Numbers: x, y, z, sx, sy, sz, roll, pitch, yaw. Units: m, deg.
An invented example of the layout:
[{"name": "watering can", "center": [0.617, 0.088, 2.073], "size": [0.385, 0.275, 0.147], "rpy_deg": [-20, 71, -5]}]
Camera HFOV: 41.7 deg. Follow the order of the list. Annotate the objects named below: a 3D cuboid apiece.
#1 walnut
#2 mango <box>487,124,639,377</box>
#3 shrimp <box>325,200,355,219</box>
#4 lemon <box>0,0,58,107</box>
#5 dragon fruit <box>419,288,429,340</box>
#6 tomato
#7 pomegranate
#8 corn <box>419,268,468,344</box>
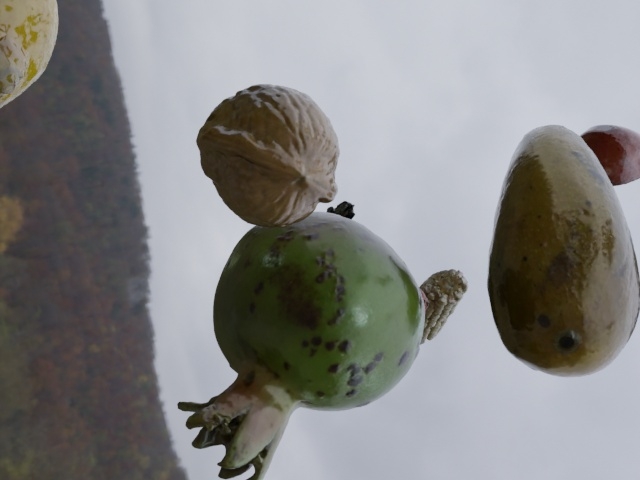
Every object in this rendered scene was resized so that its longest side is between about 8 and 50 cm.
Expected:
[{"name": "walnut", "center": [-0.035, -0.060, 0.602], "size": [0.124, 0.105, 0.105], "rpy_deg": [-152, -129, -63]}, {"name": "mango", "center": [0.279, -0.002, 0.965], "size": [0.176, 0.176, 0.329], "rpy_deg": [122, -19, -64]}, {"name": "shrimp", "center": [0.000, 0.000, 1.479], "size": [0.219, 0.152, 0.046], "rpy_deg": [-36, -114, 32]}, {"name": "lemon", "center": [-0.313, -0.201, 0.678], "size": [0.256, 0.188, 0.188], "rpy_deg": [51, -27, 20]}, {"name": "dragon fruit", "center": [0.039, 0.110, 1.308], "size": [0.252, 0.241, 0.241], "rpy_deg": [50, 0, -37]}, {"name": "tomato", "center": [0.514, -0.163, 1.496], "size": [0.139, 0.159, 0.091], "rpy_deg": [33, -43, 54]}, {"name": "pomegranate", "center": [-0.036, 0.095, 0.875], "size": [0.231, 0.286, 0.231], "rpy_deg": [51, -10, 13]}, {"name": "corn", "center": [0.197, 0.121, 1.525], "size": [0.211, 0.087, 0.087], "rpy_deg": [109, -37, -58]}]
